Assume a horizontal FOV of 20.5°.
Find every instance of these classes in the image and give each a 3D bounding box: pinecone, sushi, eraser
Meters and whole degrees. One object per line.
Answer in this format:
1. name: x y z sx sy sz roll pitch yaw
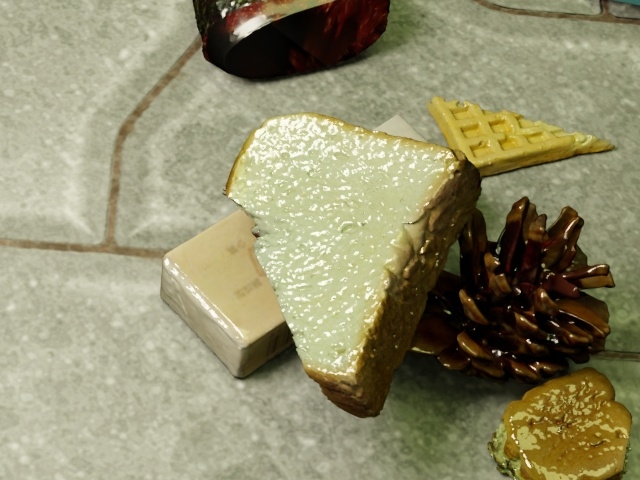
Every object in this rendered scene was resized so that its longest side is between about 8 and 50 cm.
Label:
1. pinecone: 0.197 0.050 1.827 0.229 0.201 0.202 4 59 -27
2. sushi: -0.037 -0.276 2.067 0.225 0.136 0.126 -17 56 -10
3. eraser: 0.000 0.000 1.907 0.343 0.078 0.144 -32 65 -27

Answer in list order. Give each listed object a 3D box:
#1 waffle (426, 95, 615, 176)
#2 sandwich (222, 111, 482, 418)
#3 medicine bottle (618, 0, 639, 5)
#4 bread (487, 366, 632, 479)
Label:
1. waffle: 0.235 -0.137 2.069 0.191 0.032 0.125 -14 55 -19
2. sandwich: 0.002 0.015 1.766 0.254 0.099 0.288 13 67 27
3. medicine bottle: 0.433 -0.311 2.177 0.258 0.124 0.079 17 52 19
4. bread: 0.252 0.207 1.798 0.140 0.069 0.128 -24 62 -21
